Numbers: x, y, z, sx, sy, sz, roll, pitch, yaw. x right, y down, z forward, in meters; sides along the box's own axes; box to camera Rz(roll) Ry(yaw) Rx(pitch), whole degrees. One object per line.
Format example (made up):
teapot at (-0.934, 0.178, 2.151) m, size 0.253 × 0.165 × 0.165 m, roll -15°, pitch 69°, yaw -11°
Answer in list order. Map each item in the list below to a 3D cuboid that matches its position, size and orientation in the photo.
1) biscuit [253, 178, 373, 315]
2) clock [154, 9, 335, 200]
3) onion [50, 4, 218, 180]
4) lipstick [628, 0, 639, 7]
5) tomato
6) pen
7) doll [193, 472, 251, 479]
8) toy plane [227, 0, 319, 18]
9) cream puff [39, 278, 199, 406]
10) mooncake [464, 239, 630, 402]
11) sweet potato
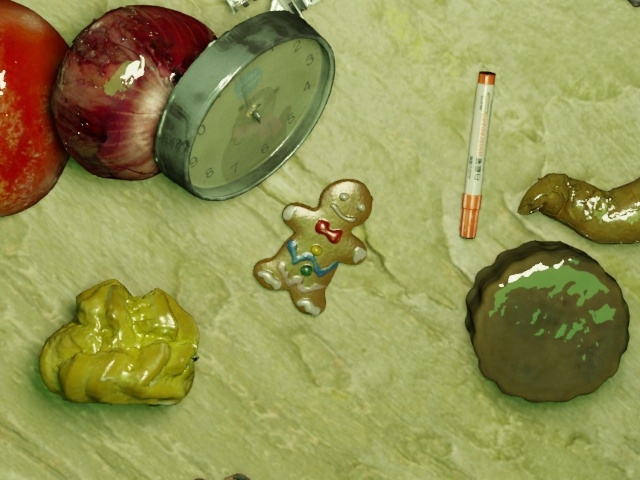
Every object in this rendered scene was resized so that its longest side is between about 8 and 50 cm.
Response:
biscuit at (0.000, 0.000, 1.898) m, size 0.138 × 0.031 × 0.205 m, roll 35°, pitch 96°, yaw -9°
clock at (-0.093, -0.172, 1.739) m, size 0.055 × 0.280 × 0.280 m, roll 42°, pitch 98°, yaw 23°
onion at (-0.248, -0.206, 1.762) m, size 0.252 × 0.219 × 0.252 m, roll -27°, pitch 137°, yaw -28°
lipstick at (0.330, -0.497, 1.789) m, size 0.077 × 0.077 × 0.418 m, roll -36°, pitch 102°, yaw 4°
tomato at (-0.482, -0.175, 1.778) m, size 0.339 × 0.143 × 0.338 m, roll -1°, pitch 104°, yaw -4°
pen at (0.223, -0.121, 1.886) m, size 0.028 × 0.028 × 0.239 m, roll 5°, pitch 101°, yaw -4°
doll at (-0.132, 0.502, 1.960) m, size 0.201 × 0.156 × 0.303 m, roll -6°, pitch 73°, yaw 6°
toy plane at (-0.077, -0.391, 1.792) m, size 0.160 × 0.082 × 0.234 m, roll -32°, pitch 85°, yaw 7°
cream puff at (-0.278, 0.145, 1.844) m, size 0.221 × 0.194 × 0.194 m, roll 0°, pitch 102°, yaw -8°
mooncake at (0.321, 0.112, 1.895) m, size 0.228 × 0.124 × 0.228 m, roll 0°, pitch 106°, yaw 1°
sweet potato at (0.428, -0.056, 1.879) m, size 0.310 × 0.098 × 0.124 m, roll -13°, pitch 95°, yaw -4°
